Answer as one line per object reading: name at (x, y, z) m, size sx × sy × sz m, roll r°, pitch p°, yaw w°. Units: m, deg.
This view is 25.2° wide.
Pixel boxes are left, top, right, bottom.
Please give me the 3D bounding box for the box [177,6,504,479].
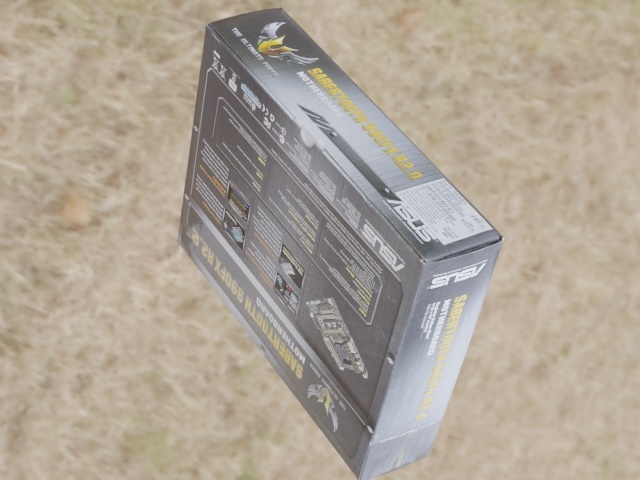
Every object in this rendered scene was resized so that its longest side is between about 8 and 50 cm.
box at (0.000, 0.000, 0.854) m, size 0.056 × 0.231 × 0.183 m, roll -18°, pitch 139°, yaw -29°
